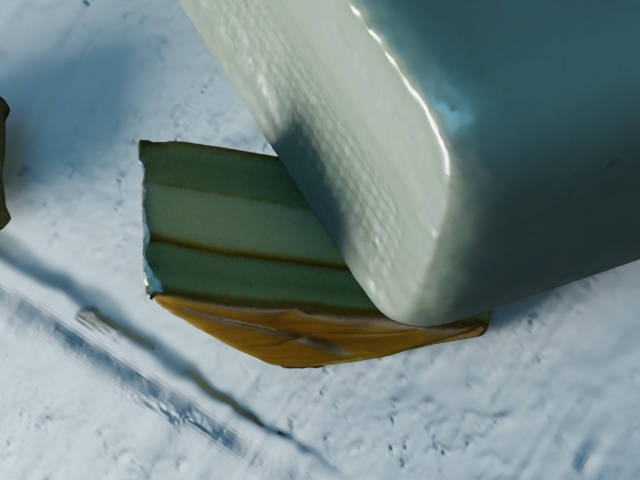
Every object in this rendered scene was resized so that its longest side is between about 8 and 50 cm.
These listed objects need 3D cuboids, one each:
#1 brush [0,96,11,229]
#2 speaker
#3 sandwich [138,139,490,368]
[{"bbox_3d":[-0.301,-0.013,1.067,0.301,0.071,0.084,-13,73,23],"label":"brush"},{"bbox_3d":[0.032,-0.164,0.881,0.184,0.183,0.406,-22,63,-20],"label":"speaker"},{"bbox_3d":[0.000,0.000,0.888,0.113,0.163,0.079,-11,71,17],"label":"sandwich"}]
